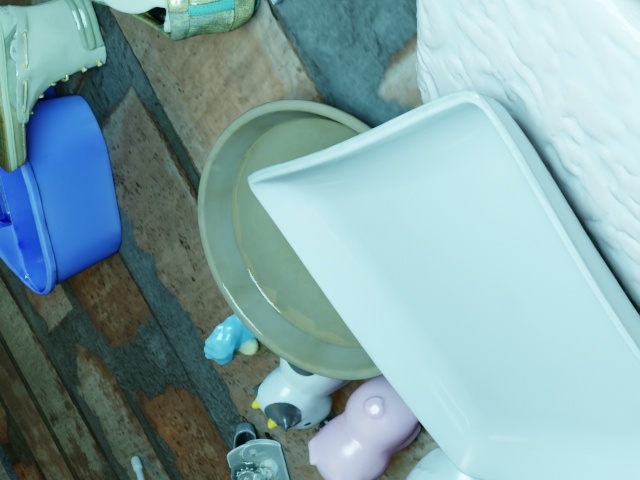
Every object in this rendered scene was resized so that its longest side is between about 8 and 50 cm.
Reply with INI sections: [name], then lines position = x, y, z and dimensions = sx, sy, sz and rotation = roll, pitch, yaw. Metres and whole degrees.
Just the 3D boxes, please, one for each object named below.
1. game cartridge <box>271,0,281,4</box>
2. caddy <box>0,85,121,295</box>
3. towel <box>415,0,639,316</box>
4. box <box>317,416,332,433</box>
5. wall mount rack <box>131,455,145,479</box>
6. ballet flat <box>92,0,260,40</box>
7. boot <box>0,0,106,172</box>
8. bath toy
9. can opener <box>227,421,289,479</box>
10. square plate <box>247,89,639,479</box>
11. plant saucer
[game cartridge]
position = -0.035, -0.253, 0.848
dimensions = 0.083, 0.017, 0.056
rotation = -31, 83, 58
[caddy]
position = -0.434, -0.083, 1.398
dimensions = 0.241, 0.179, 0.341
rotation = 32, 137, 39
[towel]
position = 0.164, -0.055, 0.553
dimensions = 0.317, 0.053, 0.332
rotation = 51, 173, 15
[box]
position = 0.022, 0.264, 1.154
dimensions = 0.067, 0.018, 0.083
rotation = 42, 143, 31
[wall mount rack]
position = -0.350, 0.578, 1.724
dimensions = 0.304, 0.350, 0.130
rotation = 50, -179, 16
[ballet flat]
position = -0.203, -0.280, 0.976
dimensions = 0.349, 0.123, 0.123
rotation = 29, 136, 42
[boot]
position = -0.350, -0.200, 1.199
dimensions = 0.077, 0.165, 0.213
rotation = 28, 129, 35
[bath toy]
position = 0.029, 0.192, 0.987
dimensions = 0.348, 0.129, 0.151
rotation = 43, 143, 28
[can opener]
position = -0.070, 0.387, 1.355
dimensions = 0.095, 0.076, 0.283
rotation = -108, 6, -65
[square plate]
position = 0.119, 0.057, 0.708
dimensions = 0.347, 0.049, 0.344
rotation = 54, 156, -12
[plant saucer]
position = 0.000, 0.000, 0.901
dimensions = 0.278, 0.041, 0.277
rotation = 15, 117, 31
